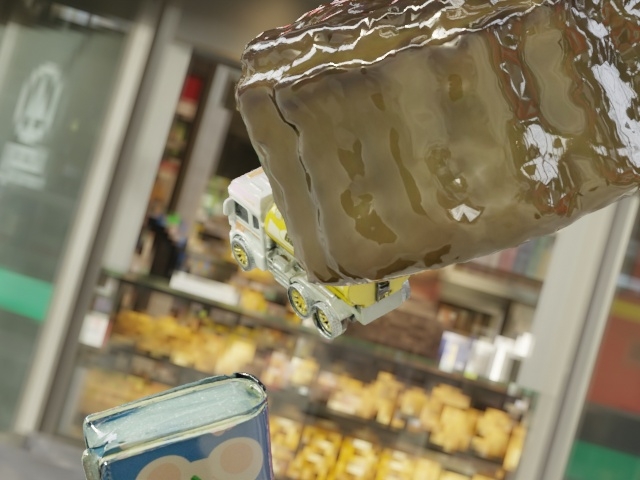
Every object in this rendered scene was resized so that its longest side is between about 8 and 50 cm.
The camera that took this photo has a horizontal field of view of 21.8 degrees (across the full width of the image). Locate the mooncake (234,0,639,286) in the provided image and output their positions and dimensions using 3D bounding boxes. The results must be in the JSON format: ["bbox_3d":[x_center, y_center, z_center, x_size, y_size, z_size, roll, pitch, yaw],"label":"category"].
[{"bbox_3d":[0.105,-0.105,1.133,0.324,0.187,0.324,-21,10,4],"label":"mooncake"}]

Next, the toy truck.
[{"bbox_3d":[0.000,0.000,1.602,0.098,0.114,0.227,-27,40,-25],"label":"toy truck"}]

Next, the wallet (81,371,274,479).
[{"bbox_3d":[-0.098,0.197,1.209,0.141,0.202,0.059,-16,37,-15],"label":"wallet"}]
